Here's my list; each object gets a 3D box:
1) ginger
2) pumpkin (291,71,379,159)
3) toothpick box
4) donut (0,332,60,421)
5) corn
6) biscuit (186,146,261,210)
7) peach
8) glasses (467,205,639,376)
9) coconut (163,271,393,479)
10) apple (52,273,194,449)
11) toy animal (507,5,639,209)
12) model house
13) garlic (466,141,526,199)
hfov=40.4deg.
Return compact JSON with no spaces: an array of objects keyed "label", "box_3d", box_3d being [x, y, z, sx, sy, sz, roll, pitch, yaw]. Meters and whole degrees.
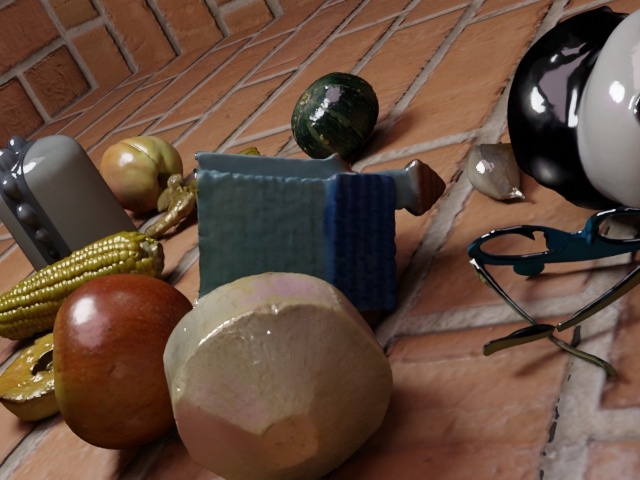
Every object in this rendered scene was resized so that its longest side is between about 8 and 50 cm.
[{"label":"ginger","box_3d":[-0.300,-0.073,1.786,0.176,0.052,0.193,-15,42,48]},{"label":"pumpkin","box_3d":[0.028,-0.235,1.654,0.190,0.146,0.190,-29,46,34]},{"label":"toothpick box","box_3d":[-0.505,-0.058,1.663,0.229,0.316,0.229,-23,24,11]},{"label":"donut","box_3d":[-0.405,0.205,1.327,0.162,0.065,0.178,0,34,40]},{"label":"corn","box_3d":[-0.434,0.081,1.544,0.363,0.120,0.120,-22,24,15]},{"label":"biscuit","box_3d":[-0.195,-0.132,1.825,0.183,0.039,0.174,-32,22,-7]},{"label":"peach","box_3d":[-0.399,-0.147,1.921,0.184,0.184,0.184,-23,23,11]},{"label":"glasses","box_3d":[0.250,0.041,0.883,0.239,0.102,0.207,-12,27,33]},{"label":"coconut","box_3d":[-0.046,0.141,0.888,0.237,0.197,0.237,-21,19,8]},{"label":"apple","box_3d":[-0.234,0.147,1.082,0.173,0.210,0.234,-8,45,-4]},{"label":"toy animal","box_3d":[0.361,-0.128,0.957,0.251,0.251,0.310,-29,20,-2]},{"label":"model house","box_3d":[0.000,0.000,1.159,0.329,0.251,0.295,-6,-1,-4]},{"label":"garlic","box_3d":[0.246,-0.102,1.233,0.084,0.066,0.152,-16,24,23]}]
